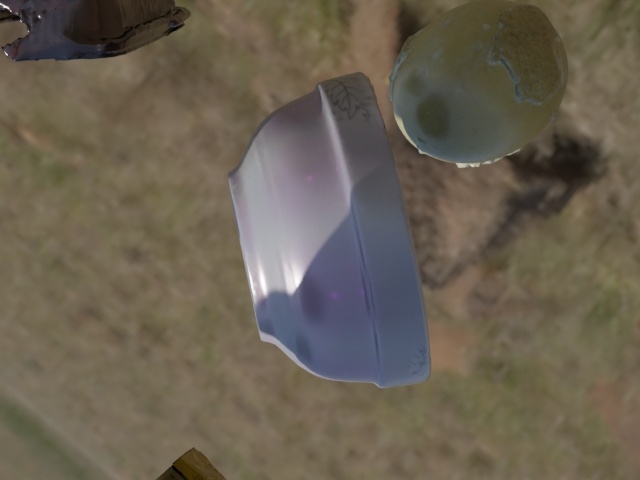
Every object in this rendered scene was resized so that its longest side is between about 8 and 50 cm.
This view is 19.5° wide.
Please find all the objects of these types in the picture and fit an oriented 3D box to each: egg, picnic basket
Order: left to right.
[{"bbox_3d":[-0.254,-0.256,1.795,0.223,0.129,0.297,0,-167,10],"label":"picnic basket"},{"bbox_3d":[0.161,-0.160,1.870,0.164,0.201,0.164,36,143,32],"label":"egg"}]

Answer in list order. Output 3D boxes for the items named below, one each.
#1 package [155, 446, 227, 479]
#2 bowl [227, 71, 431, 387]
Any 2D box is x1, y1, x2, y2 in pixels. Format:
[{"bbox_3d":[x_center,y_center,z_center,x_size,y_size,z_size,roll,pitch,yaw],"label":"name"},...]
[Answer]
[{"bbox_3d":[-0.121,0.240,1.743,0.071,0.131,0.047,45,130,8],"label":"package"},{"bbox_3d":[0.000,0.000,1.687,0.287,0.144,0.287,169,90,-87],"label":"bowl"}]
